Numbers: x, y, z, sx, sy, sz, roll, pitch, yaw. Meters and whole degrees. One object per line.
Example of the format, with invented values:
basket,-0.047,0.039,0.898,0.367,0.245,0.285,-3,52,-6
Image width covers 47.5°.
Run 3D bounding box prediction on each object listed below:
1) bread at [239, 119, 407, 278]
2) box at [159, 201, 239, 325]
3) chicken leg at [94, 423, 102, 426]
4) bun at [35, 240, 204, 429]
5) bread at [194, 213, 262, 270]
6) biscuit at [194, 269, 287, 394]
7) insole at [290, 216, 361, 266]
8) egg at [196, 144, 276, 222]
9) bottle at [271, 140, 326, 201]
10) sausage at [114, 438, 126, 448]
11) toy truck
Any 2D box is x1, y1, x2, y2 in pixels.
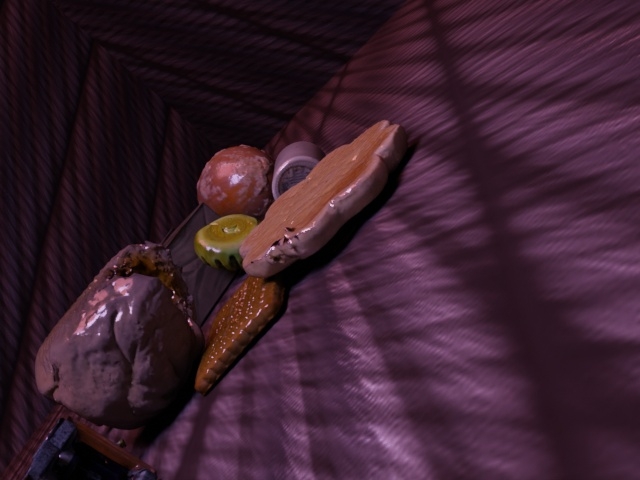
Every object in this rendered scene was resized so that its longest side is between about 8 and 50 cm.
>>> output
bread,0.003,-0.057,1.028,0.316,0.054,0.316,-40,14,12
box,-0.272,0.066,1.465,0.149,0.155,0.231,-36,16,47
chicken leg,-0.394,0.297,1.441,0.093,0.053,0.205,-23,24,10
bun,-0.282,0.158,1.074,0.281,0.205,0.281,-44,14,14
bread,-0.171,0.006,1.401,0.139,0.130,0.071,-52,-32,-44
biscuit,-0.110,0.102,1.043,0.172,0.029,0.254,-49,10,12
insole,0.000,0.000,1.032,0.086,0.005,0.253,-53,12,-16
egg,-0.171,-0.114,1.596,0.195,0.195,0.233,-53,10,-21
bottle,-0.033,-0.118,1.296,0.104,0.104,0.245,-47,12,11
sausage,-0.376,0.409,0.930,0.371,0.082,0.082,-52,12,-20
toy truck,-0.278,0.316,0.726,0.162,0.136,0.305,-54,8,7
